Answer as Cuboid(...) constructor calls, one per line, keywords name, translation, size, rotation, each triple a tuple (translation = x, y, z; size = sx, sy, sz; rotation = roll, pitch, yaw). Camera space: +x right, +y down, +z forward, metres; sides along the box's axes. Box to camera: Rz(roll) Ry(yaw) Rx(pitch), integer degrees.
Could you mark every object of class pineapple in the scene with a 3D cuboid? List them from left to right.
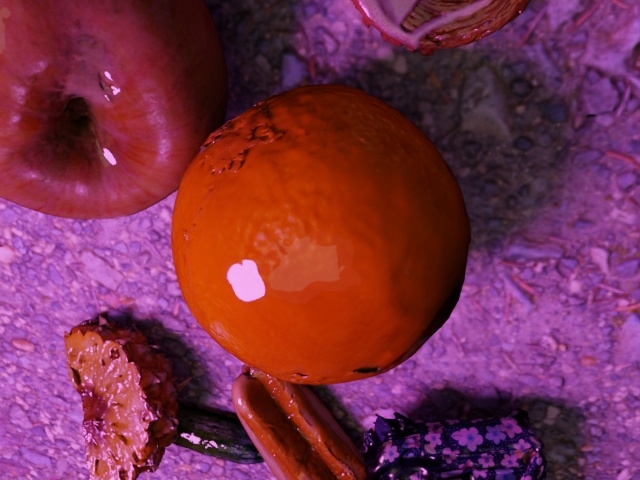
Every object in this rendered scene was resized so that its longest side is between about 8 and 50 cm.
Cuboid(name="pineapple", translation=(-0.233, 0.202, 0.660), size=(0.135, 0.079, 0.233), rotation=(-12, 90, 9))

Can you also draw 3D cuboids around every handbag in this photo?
Cuboid(name="handbag", translation=(0.147, 0.292, 0.613), size=(0.207, 0.127, 0.229), rotation=(-4, 117, 0))

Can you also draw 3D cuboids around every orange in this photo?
Cuboid(name="orange", translation=(0.000, 0.000, 0.449), size=(0.245, 0.246, 0.246), rotation=(5, 116, 10))

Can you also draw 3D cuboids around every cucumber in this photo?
Cuboid(name="cucumber", translation=(-0.158, 0.261, 0.716), size=(0.250, 0.056, 0.056), rotation=(14, 117, 9))

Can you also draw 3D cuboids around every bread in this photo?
Cuboid(name="bread", translation=(0.093, -0.229, 0.415), size=(0.160, 0.073, 0.161), rotation=(4, 119, 8))

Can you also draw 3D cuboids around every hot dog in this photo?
Cuboid(name="hot dog", translation=(-0.025, 0.254, 0.668), size=(0.249, 0.102, 0.076), rotation=(53, 155, -12))

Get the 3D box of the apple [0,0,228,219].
Cuboid(name="apple", translation=(-0.201, -0.143, 0.439), size=(0.260, 0.194, 0.261), rotation=(-15, 146, -11))
